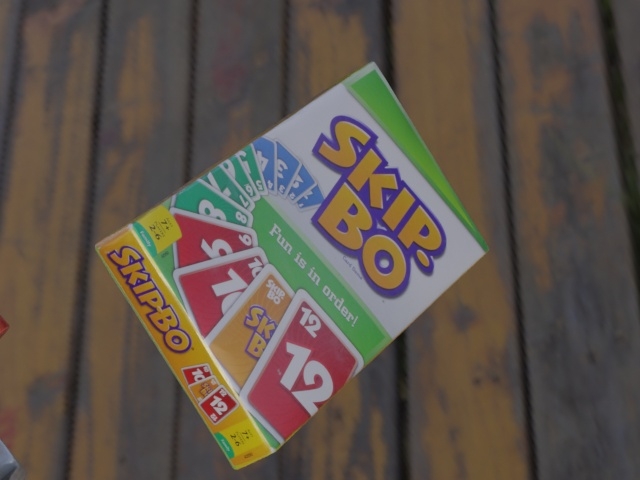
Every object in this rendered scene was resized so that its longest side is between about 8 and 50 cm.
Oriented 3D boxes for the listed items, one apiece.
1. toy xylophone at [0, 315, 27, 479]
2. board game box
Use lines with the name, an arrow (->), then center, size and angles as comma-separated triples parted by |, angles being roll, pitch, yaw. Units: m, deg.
toy xylophone -> -0.224, 0.138, 0.852 | 0.236, 0.081, 0.322 | -41, 2, -16
board game box -> 0.000, 0.000, 0.975 | 0.039, 0.124, 0.259 | -28, 7, 35
